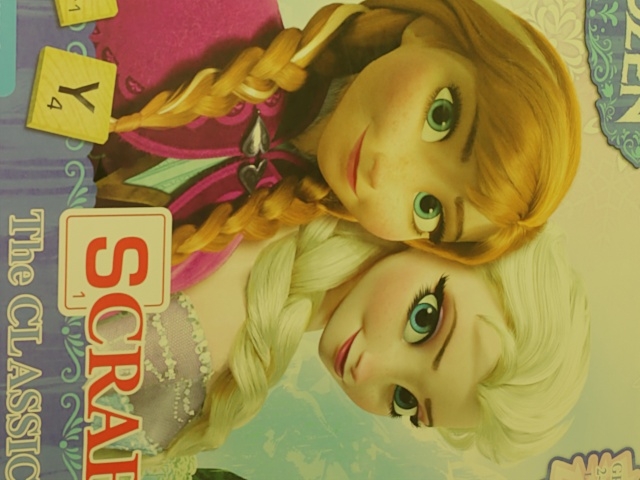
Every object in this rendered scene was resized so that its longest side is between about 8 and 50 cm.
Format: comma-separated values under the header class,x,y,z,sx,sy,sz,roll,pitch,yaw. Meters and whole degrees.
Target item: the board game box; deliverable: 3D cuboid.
class,x,y,z,sx,sy,sz,roll,pitch,yaw
board game box,0.000,0.000,0.653,0.318,0.066,0.318,-2,100,-25
